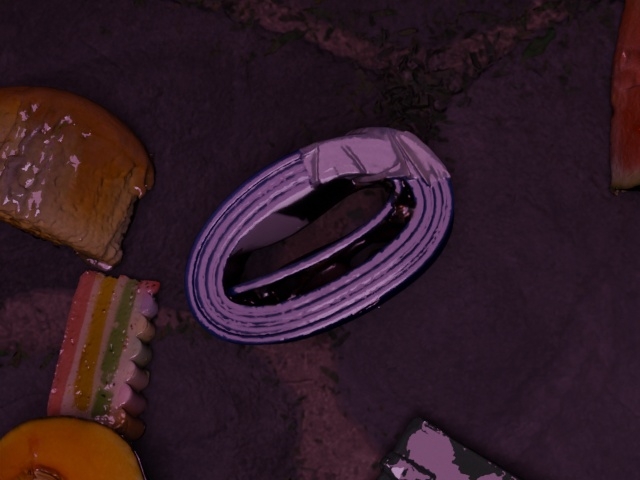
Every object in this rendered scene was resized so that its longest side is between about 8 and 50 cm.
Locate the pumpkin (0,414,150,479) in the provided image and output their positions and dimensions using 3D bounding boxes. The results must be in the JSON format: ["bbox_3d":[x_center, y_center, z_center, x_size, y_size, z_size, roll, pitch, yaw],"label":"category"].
[{"bbox_3d":[-0.321,0.313,1.217,0.312,0.148,0.169,-29,71,12],"label":"pumpkin"}]

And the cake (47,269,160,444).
[{"bbox_3d":[-0.274,0.148,1.258,0.109,0.090,0.225,4,82,12],"label":"cake"}]

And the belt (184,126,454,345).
[{"bbox_3d":[0.000,0.000,1.229,0.347,0.117,0.212,-30,80,4],"label":"belt"}]

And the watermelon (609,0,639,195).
[{"bbox_3d":[0.459,-0.202,1.220,0.128,0.159,0.303,10,83,-30],"label":"watermelon"}]

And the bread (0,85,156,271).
[{"bbox_3d":[-0.344,-0.102,1.267,0.262,0.162,0.204,20,74,-5],"label":"bread"}]

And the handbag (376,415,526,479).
[{"bbox_3d":[0.150,0.370,1.172,0.260,0.079,0.247,31,85,15],"label":"handbag"}]
